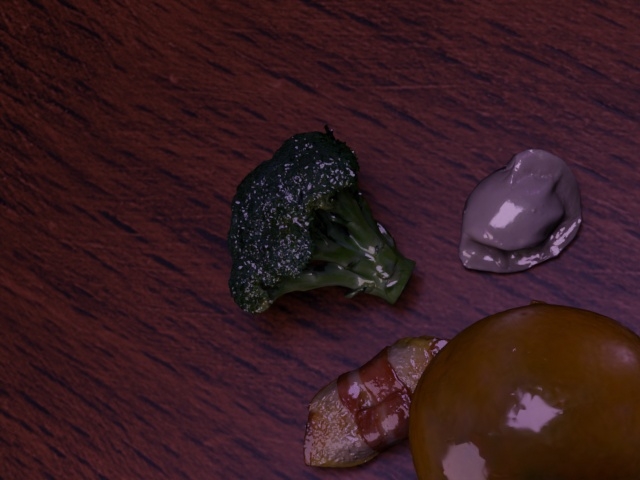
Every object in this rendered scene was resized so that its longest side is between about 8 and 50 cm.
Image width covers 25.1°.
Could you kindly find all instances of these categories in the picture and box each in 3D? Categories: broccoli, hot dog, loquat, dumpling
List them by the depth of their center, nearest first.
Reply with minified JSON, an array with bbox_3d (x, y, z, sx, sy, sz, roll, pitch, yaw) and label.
[{"bbox_3d":[0.270,0.222,1.741,0.328,0.328,0.359,-12,28,9],"label":"loquat"},{"bbox_3d":[0.087,0.210,1.889,0.261,0.093,0.123,-29,74,19],"label":"hot dog"},{"bbox_3d":[0.000,0.000,1.923,0.269,0.254,0.269,0,106,1],"label":"broccoli"},{"bbox_3d":[0.270,-0.031,1.928,0.150,0.092,0.176,32,77,6],"label":"dumpling"}]
